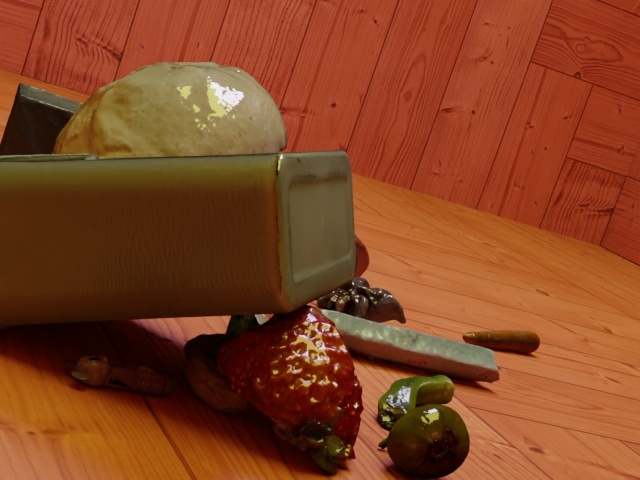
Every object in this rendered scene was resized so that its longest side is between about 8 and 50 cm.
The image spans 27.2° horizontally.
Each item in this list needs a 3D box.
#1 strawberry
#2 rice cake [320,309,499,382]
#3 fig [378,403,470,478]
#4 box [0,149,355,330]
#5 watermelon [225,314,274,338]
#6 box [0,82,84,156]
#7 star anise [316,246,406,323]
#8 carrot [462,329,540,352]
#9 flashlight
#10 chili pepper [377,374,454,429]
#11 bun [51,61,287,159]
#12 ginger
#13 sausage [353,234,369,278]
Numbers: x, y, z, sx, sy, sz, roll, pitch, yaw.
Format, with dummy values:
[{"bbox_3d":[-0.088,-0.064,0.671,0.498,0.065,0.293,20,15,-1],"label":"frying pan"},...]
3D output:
[{"bbox_3d":[-0.017,0.124,1.342,0.175,0.106,0.236,32,10,-38],"label":"strawberry"},{"bbox_3d":[0.111,0.151,1.807,0.290,0.051,0.081,16,-24,-25],"label":"rice cake"},{"bbox_3d":[0.107,0.205,1.370,0.082,0.084,0.098,53,-9,-17],"label":"fig"},{"bbox_3d":[-0.163,-0.012,1.408,0.344,0.177,0.352,-3,3,13],"label":"box"},{"bbox_3d":[-0.057,0.115,1.644,0.119,0.063,0.245,32,8,-4],"label":"watermelon"},{"bbox_3d":[-0.402,-0.146,2.166,0.231,0.148,0.155,17,10,-16],"label":"box"},{"bbox_3d":[0.037,0.007,2.005,0.219,0.227,0.148,8,15,3],"label":"star anise"},{"bbox_3d":[0.288,0.162,2.140,0.190,0.037,0.037,6,16,-42],"label":"carrot"},{"bbox_3d":[-0.196,0.131,1.304,0.110,0.031,0.052,14,10,-28],"label":"flashlight"},{"bbox_3d":[0.108,0.187,1.575,0.052,0.050,0.202,-17,-3,22],"label":"chili pepper"},{"bbox_3d":[-0.236,-0.144,1.885,0.364,0.202,0.364,-23,8,3],"label":"bun"},{"bbox_3d":[-0.113,0.138,1.405,0.069,0.051,0.173,31,14,-11],"label":"ginger"},{"bbox_3d":[0.000,0.000,2.269,0.114,0.113,0.259,16,11,-18],"label":"sausage"}]
